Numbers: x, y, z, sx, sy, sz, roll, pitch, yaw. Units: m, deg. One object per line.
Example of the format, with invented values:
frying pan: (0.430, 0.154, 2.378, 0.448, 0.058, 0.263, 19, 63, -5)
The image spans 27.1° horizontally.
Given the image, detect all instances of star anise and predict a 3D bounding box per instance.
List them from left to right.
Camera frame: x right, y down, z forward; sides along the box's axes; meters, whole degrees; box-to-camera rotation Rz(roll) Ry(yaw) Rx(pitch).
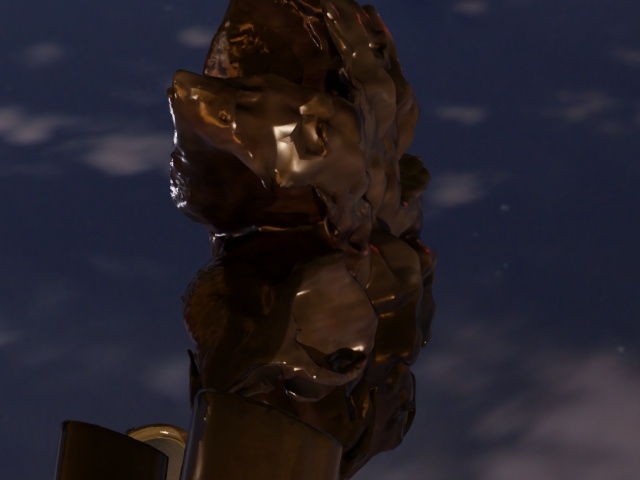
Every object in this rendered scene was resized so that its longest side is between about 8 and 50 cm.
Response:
star anise: (0.001, 0.000, 0.724, 0.117, 0.332, 0.332, 3, -152, 17)

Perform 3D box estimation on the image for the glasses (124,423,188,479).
glasses: (-0.154, 0.213, 0.978, 0.189, 0.088, 0.220, -31, -172, -14)

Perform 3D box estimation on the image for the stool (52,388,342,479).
stool: (-0.015, 0.179, 0.460, 0.272, 0.272, 0.178, 13, -112, 22)
